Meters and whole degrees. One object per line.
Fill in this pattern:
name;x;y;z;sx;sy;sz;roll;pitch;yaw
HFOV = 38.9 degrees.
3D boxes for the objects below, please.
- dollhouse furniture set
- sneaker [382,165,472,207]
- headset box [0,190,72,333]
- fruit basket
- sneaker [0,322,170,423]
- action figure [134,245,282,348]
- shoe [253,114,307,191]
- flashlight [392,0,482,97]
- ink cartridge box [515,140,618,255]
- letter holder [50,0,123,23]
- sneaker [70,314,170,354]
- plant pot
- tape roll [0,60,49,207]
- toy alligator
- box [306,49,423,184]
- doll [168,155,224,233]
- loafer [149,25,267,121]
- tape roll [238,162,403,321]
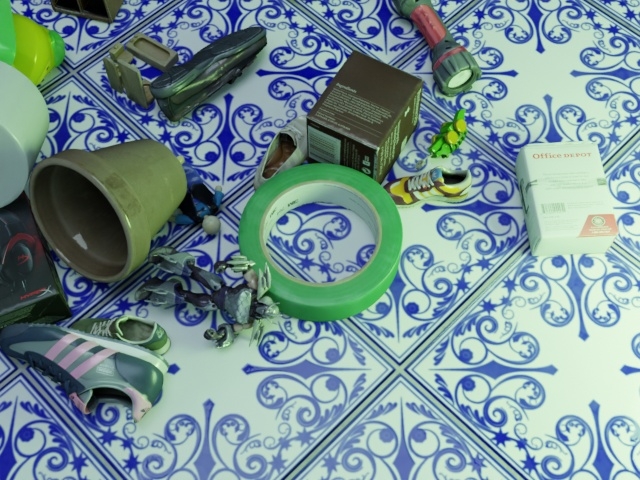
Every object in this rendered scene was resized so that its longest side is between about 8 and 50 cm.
dollhouse furniture set;-0.397;-0.407;1.982;0.144;0.123;0.151;30;65;16
sneaker;0.215;-0.117;1.843;0.185;0.084;0.070;-7;61;-4
headset box;-0.632;0.045;1.736;0.218;0.110;0.293;-21;62;-11
fruit basket;-0.696;-0.364;1.880;0.391;0.392;0.283;-13;62;-7
sneaker;-0.443;0.237;1.629;0.318;0.112;0.131;10;58;7
action figure;-0.198;0.103;1.694;0.285;0.099;0.185;16;99;21
shoe;-0.068;-0.188;1.896;0.076;0.058;0.219;25;64;13
flashlight;0.248;-0.463;2.028;0.103;0.103;0.304;-23;64;-9
ink cartridge box;0.490;-0.085;1.821;0.158;0.092;0.218;-3;63;-2
letter holder;-0.515;-0.697;2.092;0.152;0.214;0.302;14;61;8
sneaker;-0.378;0.165;1.683;0.192;0.086;0.064;7;61;4
plant pot;-0.381;-0.086;1.725;0.263;0.263;0.229;32;45;17
tape roll;-0.648;-0.200;1.695;0.246;0.246;0.169;1;41;1
toy alligator;0.264;-0.200;1.912;0.051;0.056;0.190;48;64;-21
box;0.090;-0.243;1.865;0.167;0.168;0.203;26;65;15
doll;-0.262;-0.082;1.845;0.129;0.046;0.189;-36;65;-7
loafer;-0.237;-0.369;1.996;0.302;0.095;0.109;-36;36;-23
tape roll;0.000;0.000;1.782;0.321;0.077;0.321;0;61;0
